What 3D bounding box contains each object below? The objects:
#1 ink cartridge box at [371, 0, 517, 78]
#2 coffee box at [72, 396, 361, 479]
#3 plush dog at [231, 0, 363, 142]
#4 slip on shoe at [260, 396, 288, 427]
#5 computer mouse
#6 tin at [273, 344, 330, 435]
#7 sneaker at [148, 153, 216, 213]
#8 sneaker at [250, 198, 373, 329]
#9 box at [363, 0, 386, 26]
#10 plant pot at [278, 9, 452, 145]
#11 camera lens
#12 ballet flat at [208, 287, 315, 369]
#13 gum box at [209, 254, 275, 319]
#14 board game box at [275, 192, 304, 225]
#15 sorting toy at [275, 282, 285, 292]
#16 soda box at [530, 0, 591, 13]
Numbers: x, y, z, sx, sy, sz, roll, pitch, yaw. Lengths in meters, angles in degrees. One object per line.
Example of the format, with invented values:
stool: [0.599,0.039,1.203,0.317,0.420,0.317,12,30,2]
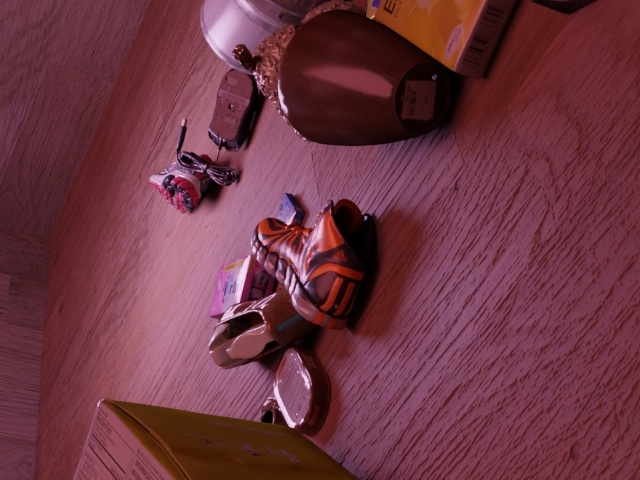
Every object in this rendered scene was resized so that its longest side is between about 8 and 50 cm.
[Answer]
ink cartridge box: [0.189,-0.434,1.692,0.307,0.072,0.304,43,118,45]
coffee box: [-0.138,0.441,1.567,0.338,0.337,0.334,27,101,56]
plush dog: [-0.014,-0.344,2.099,0.225,0.210,0.262,-37,37,15]
slip on shoe: [-0.083,0.302,1.990,0.051,0.041,0.135,-71,23,10]
computer mouse: [-0.226,-0.264,2.593,0.184,0.060,0.262,18,99,28]
tin: [-0.033,0.244,1.921,0.106,0.040,0.190,-64,24,14]
sneaker: [-0.319,-0.138,2.774,0.112,0.121,0.299,-48,17,-14]
sneaker: [0.000,0.000,1.920,0.180,0.124,0.321,-64,35,15]
box: [0.148,-0.418,1.892,0.232,0.058,0.087,-27,52,62]
plant pot: [0.085,-0.231,1.764,0.230,0.215,0.215,25,99,54]
camera lens: [-0.098,-0.475,2.296,0.274,0.219,0.219,-44,37,52]
ballet flat: [-0.125,0.171,2.051,0.124,0.116,0.342,-38,8,-32]
gum box: [-0.148,0.096,2.245,0.188,0.062,0.107,-20,56,65]
board game box: [-0.065,-0.032,2.194,0.090,0.020,0.090,-122,50,-61]
sorting toy: [-0.073,0.100,2.138,0.083,0.012,0.062,-70,22,13]
soda box: [0.327,-0.330,1.407,0.169,0.060,0.053,-20,59,63]
